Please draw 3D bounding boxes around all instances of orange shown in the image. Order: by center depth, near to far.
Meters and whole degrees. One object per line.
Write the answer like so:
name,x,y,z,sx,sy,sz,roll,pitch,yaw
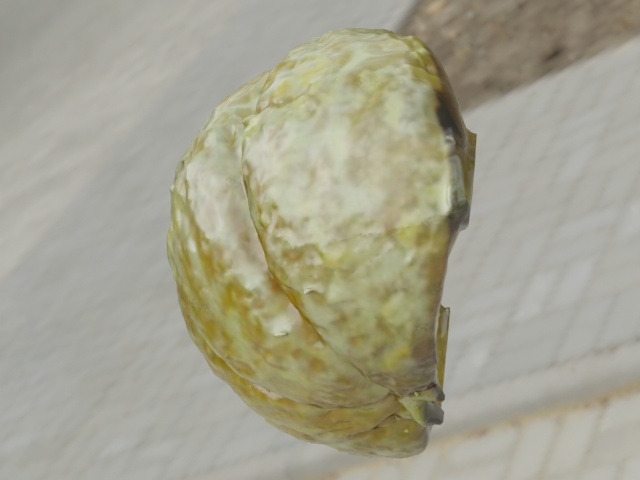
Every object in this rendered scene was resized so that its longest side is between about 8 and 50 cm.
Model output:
orange,0.000,0.000,1.217,0.210,0.369,0.271,3,63,4
